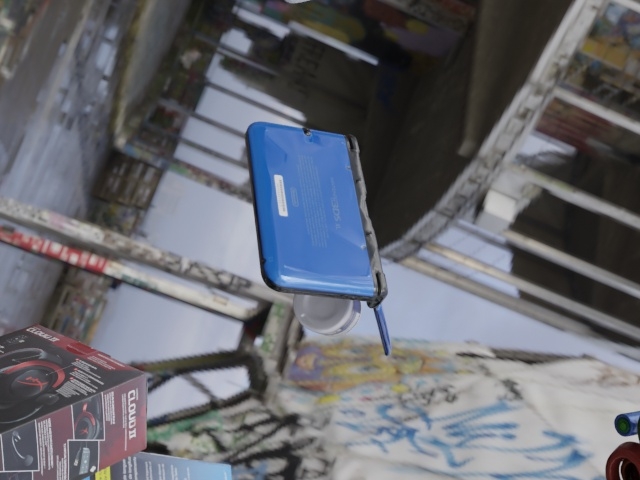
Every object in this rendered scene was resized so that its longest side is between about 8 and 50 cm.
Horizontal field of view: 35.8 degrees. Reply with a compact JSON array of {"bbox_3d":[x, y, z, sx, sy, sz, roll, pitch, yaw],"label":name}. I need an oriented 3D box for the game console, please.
[{"bbox_3d":[0.000,0.000,1.438,0.173,0.250,0.293,121,-31,-46],"label":"game console"}]

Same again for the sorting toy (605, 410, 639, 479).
[{"bbox_3d":[0.249,0.151,0.728,0.061,0.042,0.102,62,-39,35],"label":"sorting toy"}]

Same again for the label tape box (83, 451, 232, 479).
[{"bbox_3d":[-0.298,0.472,1.578,0.115,0.348,0.249,-40,-134,38],"label":"label tape box"}]

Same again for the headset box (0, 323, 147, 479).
[{"bbox_3d":[-0.362,0.206,1.172,0.293,0.218,0.110,-20,119,-50],"label":"headset box"}]

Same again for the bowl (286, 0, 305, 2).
[{"bbox_3d":[-0.011,-0.379,1.292,0.053,0.142,0.142,-94,163,-49],"label":"bowl"}]

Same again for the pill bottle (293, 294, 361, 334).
[{"bbox_3d":[0.016,0.107,1.609,0.169,0.094,0.094,40,71,-77],"label":"pill bottle"}]
